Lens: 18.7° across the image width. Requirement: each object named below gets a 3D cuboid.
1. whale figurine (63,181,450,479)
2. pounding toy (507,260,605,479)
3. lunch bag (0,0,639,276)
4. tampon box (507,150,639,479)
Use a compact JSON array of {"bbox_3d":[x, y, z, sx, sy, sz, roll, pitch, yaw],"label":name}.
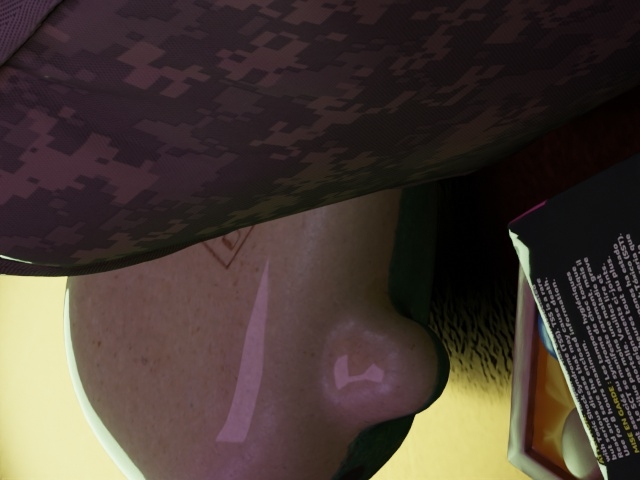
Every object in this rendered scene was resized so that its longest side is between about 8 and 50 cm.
[{"bbox_3d":[0.000,0.000,0.872,0.216,0.141,0.272,44,115,36],"label":"whale figurine"},{"bbox_3d":[0.127,0.071,0.708,0.130,0.100,0.141,33,132,46],"label":"pounding toy"},{"bbox_3d":[0.001,-0.102,0.603,0.235,0.287,0.169,-31,80,47],"label":"lunch bag"},{"bbox_3d":[0.156,0.004,0.557,0.161,0.120,0.101,-30,78,59],"label":"tampon box"}]
